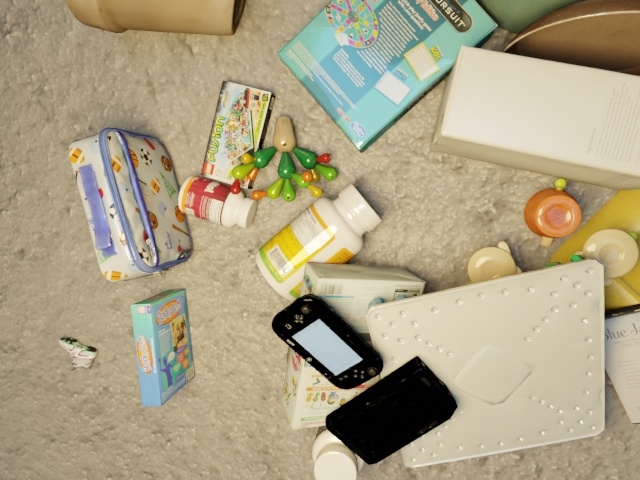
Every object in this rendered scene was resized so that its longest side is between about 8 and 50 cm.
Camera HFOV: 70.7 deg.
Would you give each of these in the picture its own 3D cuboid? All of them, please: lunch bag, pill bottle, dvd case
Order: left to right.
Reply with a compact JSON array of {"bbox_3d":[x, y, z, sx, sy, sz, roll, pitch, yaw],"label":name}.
[{"bbox_3d":[-0.373,-0.065,0.912,0.114,0.243,0.304,-16,92,10],"label":"lunch bag"},{"bbox_3d":[-0.218,-0.079,0.967,0.151,0.086,0.086,18,97,6],"label":"pill bottle"},{"bbox_3d":[0.000,0.000,0.914,0.245,0.136,0.136,-39,88,10],"label":"pill bottle"},{"bbox_3d":[0.040,0.421,0.922,0.107,0.180,0.108,1,95,9],"label":"pill bottle"},{"bbox_3d":[0.632,0.228,0.839,0.180,0.022,0.253,-24,100,35],"label":"dvd case"}]

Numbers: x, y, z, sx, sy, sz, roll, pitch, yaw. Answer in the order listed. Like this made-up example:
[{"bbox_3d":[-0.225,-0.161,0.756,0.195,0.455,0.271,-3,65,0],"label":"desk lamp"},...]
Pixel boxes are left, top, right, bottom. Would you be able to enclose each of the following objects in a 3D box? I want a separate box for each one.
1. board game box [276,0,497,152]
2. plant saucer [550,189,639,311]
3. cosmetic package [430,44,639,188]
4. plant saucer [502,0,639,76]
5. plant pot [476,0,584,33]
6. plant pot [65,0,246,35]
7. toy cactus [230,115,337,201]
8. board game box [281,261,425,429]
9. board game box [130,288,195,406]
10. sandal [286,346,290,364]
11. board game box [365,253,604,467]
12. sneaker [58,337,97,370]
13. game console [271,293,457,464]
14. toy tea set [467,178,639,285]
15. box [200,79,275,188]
[{"bbox_3d":[0.124,-0.382,0.890,0.336,0.079,0.254,-41,88,10],"label":"board game box"},{"bbox_3d":[0.679,0.040,0.841,0.333,0.081,0.333,43,100,3],"label":"plant saucer"},{"bbox_3d":[0.403,-0.204,0.796,0.384,0.217,0.157,15,96,5],"label":"cosmetic package"},{"bbox_3d":[0.455,-0.308,0.730,0.310,0.310,0.050,9,90,8],"label":"plant saucer"},{"bbox_3d":[0.390,-0.510,0.707,0.340,0.334,0.342,1,95,8],"label":"plant pot"},{"bbox_3d":[-0.279,-0.532,0.850,0.279,0.323,0.324,14,97,-9],"label":"plant pot"},{"bbox_3d":[-0.077,-0.169,0.926,0.218,0.112,0.181,-4,77,2],"label":"toy cactus"},{"bbox_3d":[0.059,0.203,0.879,0.223,0.097,0.304,5,104,-22],"label":"board game box"},{"bbox_3d":[-0.335,0.222,0.974,0.047,0.160,0.211,-4,94,9],"label":"board game box"},{"bbox_3d":[-0.025,0.219,0.975,0.089,0.060,0.220,11,97,8],"label":"sandal"},{"bbox_3d":[0.310,0.236,0.832,0.389,0.050,0.391,-13,113,6],"label":"board game box"},{"bbox_3d":[-0.590,0.278,1.080,0.098,0.038,0.069,23,97,7],"label":"sneaker"},{"bbox_3d":[0.056,0.238,0.784,0.213,0.044,0.361,-40,108,16],"label":"game console"},{"bbox_3d":[0.406,0.050,0.872,0.336,0.124,0.200,-43,83,19],"label":"toy tea set"},{"bbox_3d":[-0.179,-0.225,0.972,0.113,0.036,0.207,16,97,7],"label":"box"}]
